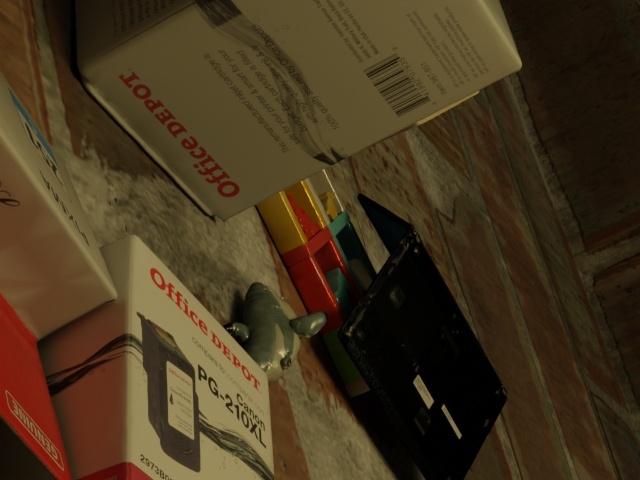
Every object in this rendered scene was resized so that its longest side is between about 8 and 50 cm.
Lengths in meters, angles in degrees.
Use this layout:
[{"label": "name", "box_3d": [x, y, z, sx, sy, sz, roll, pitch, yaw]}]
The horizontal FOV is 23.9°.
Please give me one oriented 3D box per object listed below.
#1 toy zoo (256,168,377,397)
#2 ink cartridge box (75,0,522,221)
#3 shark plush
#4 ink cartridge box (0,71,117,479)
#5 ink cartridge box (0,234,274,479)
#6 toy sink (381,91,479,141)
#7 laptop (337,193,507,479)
[{"label": "toy zoo", "box_3d": [0.000, 0.000, 1.558, 0.293, 0.030, 0.192, 64, 17, -5]}, {"label": "ink cartridge box", "box_3d": [-0.021, -0.182, 1.276, 0.223, 0.307, 0.129, 48, 22, -43]}, {"label": "shark plush", "box_3d": [-0.062, 0.093, 1.267, 0.067, 0.073, 0.161, 44, 41, -4]}, {"label": "ink cartridge box", "box_3d": [-0.199, -0.046, 0.802, 0.296, 0.066, 0.261, 61, 0, -44]}, {"label": "ink cartridge box", "box_3d": [-0.108, 0.141, 0.926, 0.172, 0.100, 0.237, 51, 22, -40]}, {"label": "toy sink", "box_3d": [0.028, -0.176, 1.666, 0.131, 0.234, 0.153, -31, 98, -43]}, {"label": "laptop", "box_3d": [0.085, 0.107, 1.593, 0.234, 0.136, 0.264, 58, 45, -24]}]
